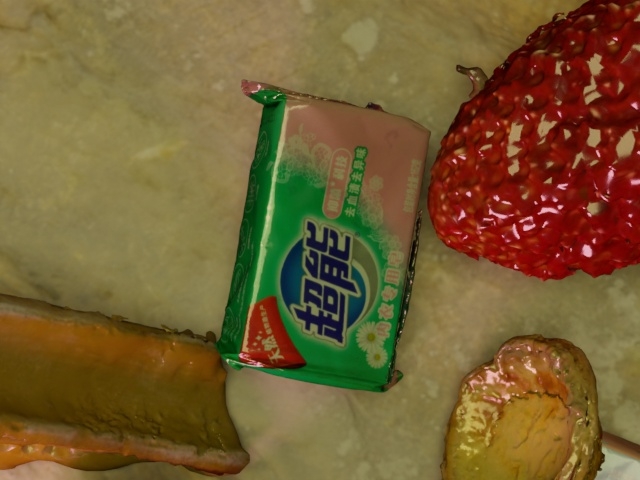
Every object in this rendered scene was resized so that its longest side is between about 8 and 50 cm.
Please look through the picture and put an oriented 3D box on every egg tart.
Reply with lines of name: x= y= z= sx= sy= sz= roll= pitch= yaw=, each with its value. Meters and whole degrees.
egg tart: x=0.198 y=0.193 z=1.401 sx=0.090 sy=0.212 sz=0.213 roll=22 pitch=87 yaw=-28

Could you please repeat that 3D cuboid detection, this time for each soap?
soap: x=-0.280 y=0.150 z=1.487 sx=0.338 sy=0.304 sz=0.169 roll=15 pitch=79 yaw=-36
soap: x=-0.001 y=0.000 z=1.440 sx=0.217 sy=0.098 sz=0.273 roll=11 pitch=86 yaw=-13

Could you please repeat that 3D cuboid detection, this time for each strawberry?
strawberry: x=0.264 y=-0.115 z=1.385 sx=0.343 sy=0.292 sz=0.292 roll=-5 pitch=86 yaw=14

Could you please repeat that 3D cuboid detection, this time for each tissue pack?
tissue pack: x=0.286 y=0.222 z=1.441 sx=0.094 sy=0.074 sz=0.059 roll=21 pitch=93 yaw=2
